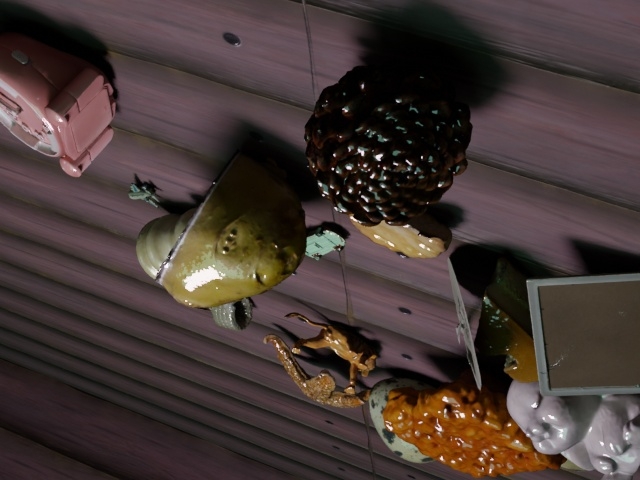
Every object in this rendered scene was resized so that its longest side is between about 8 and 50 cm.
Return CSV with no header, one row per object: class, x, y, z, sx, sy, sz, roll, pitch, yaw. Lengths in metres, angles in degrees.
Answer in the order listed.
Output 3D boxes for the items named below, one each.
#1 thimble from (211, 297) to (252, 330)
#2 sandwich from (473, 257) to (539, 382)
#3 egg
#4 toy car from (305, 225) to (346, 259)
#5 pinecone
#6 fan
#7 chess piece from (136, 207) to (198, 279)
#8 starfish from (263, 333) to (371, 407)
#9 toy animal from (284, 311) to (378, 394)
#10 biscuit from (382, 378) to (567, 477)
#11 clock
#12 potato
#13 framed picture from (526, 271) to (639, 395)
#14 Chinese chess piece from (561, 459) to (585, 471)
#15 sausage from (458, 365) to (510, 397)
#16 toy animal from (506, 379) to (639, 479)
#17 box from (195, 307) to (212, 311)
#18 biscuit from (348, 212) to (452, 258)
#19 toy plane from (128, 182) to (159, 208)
thimble,-0.202,0.155,2.357,0.062,0.084,0.110,11,140,27
sandwich,0.325,0.130,1.744,0.128,0.122,0.236,-21,128,41
egg,0.209,0.402,2.357,0.228,0.177,0.177,38,155,-3
toy car,0.000,0.000,1.900,0.059,0.035,0.122,36,146,-23
pinecone,0.077,-0.133,1.345,0.221,0.221,0.221,21,156,10
fan,0.253,0.150,1.836,0.012,0.233,0.414,-12,172,3
chess piece,-0.235,-0.007,2.012,0.144,0.144,0.251,36,147,-24
starfish,0.004,0.339,2.481,0.375,0.094,0.327,23,172,45
toy animal,0.034,0.221,2.274,0.255,0.116,0.114,40,126,-19
biscuit,0.312,0.385,2.127,0.318,0.110,0.312,35,150,-19
clock,-0.468,-0.253,1.725,0.241,0.142,0.227,32,157,9
potato,-0.139,0.016,1.759,0.196,0.246,0.299,35,134,-2
framed picture,0.452,0.148,1.635,0.232,0.019,0.296,-3,135,14
Chinese chess piece,0.511,0.416,2.213,0.188,0.083,0.188,24,156,11
sausage,0.349,0.313,2.164,0.141,0.076,0.076,32,156,-15
toy animal,0.477,0.322,1.922,0.265,0.206,0.271,20,132,18
box,-0.290,0.132,2.453,0.083,0.035,0.079,8,151,35
biscuit,0.129,-0.025,1.692,0.183,0.061,0.118,20,158,17
toy plane,-0.352,-0.094,2.051,0.083,0.033,0.080,10,154,45
